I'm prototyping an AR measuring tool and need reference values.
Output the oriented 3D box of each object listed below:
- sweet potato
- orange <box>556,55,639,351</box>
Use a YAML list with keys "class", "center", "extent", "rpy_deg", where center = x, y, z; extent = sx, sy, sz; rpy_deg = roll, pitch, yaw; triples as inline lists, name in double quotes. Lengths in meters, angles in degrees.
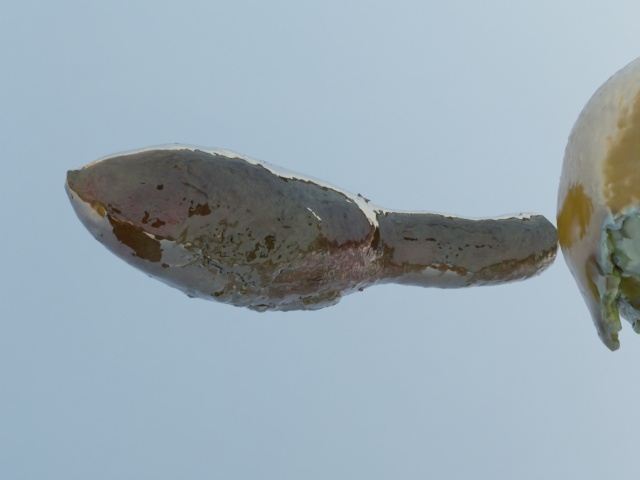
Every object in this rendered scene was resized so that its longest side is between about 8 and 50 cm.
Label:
- class: "sweet potato"
  center: [0.000, 0.000, 0.830]
  extent: [0.385, 0.109, 0.109]
  rpy_deg: [9, -133, -30]
- class: "orange"
  center: [0.168, -0.011, 0.472]
  extent: [0.156, 0.156, 0.134]
  rpy_deg: [42, -132, 20]
